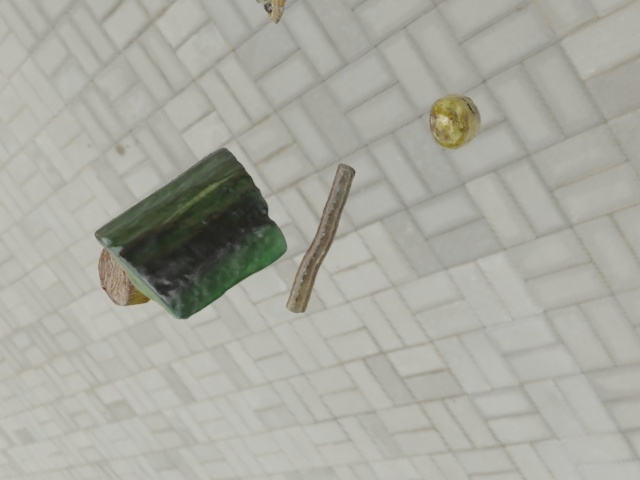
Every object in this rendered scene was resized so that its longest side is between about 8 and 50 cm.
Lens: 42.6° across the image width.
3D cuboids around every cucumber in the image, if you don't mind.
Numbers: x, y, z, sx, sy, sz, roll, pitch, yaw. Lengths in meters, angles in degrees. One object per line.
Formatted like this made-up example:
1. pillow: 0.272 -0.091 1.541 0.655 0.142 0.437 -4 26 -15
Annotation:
1. cucumber: -0.090 -0.011 0.569 0.116 0.115 0.062 30 152 52

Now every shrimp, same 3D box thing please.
1. shrimp: -0.067 -0.315 1.090 0.108 0.023 0.059 -171 68 -74

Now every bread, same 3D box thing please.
1. bread: -0.225 0.035 0.981 0.085 0.053 0.084 12 108 43

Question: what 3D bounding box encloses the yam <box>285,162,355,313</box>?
1. yam: 0.000 0.000 1.613 0.045 0.045 0.326 -120 44 -55

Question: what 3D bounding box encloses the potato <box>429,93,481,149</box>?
1. potato: 0.260 -0.228 1.577 0.080 0.170 0.107 3 98 23
